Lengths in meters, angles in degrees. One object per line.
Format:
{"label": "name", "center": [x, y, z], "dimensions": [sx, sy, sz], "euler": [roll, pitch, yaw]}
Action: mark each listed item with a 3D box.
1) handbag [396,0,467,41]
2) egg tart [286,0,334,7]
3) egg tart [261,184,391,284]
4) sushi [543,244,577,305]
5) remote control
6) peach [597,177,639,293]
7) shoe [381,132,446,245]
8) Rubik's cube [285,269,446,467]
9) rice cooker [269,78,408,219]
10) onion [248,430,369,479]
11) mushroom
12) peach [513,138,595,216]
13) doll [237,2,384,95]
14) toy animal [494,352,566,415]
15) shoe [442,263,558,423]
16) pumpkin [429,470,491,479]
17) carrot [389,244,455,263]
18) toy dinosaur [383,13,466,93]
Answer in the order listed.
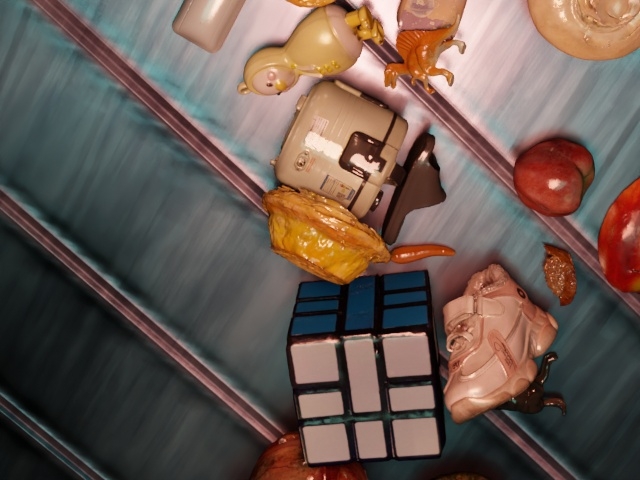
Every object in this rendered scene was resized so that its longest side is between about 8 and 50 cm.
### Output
{"label": "handbag", "center": [0.211, -0.453, 1.770], "dimensions": [0.117, 0.095, 0.173], "euler": [13, 114, -7]}
{"label": "egg tart", "center": [-0.021, -0.508, 1.761], "dimensions": [0.191, 0.074, 0.191], "euler": [0, 90, -3]}
{"label": "egg tart", "center": [0.000, 0.000, 1.857], "dimensions": [0.288, 0.288, 0.118], "euler": [25, 83, -5]}
{"label": "sushi", "center": [0.475, 0.066, 1.963], "dimensions": [0.055, 0.052, 0.120], "euler": [-15, 111, -6]}
{"label": "remote control", "center": [-0.171, -0.491, 1.810], "dimensions": [0.103, 0.051, 0.293], "euler": [29, 109, -6]}
{"label": "peach", "center": [0.647, -0.015, 1.910], "dimensions": [0.188, 0.068, 0.279], "euler": [7, 110, 0]}
{"label": "shoe", "center": [0.193, -0.092, 1.900], "dimensions": [0.093, 0.108, 0.241], "euler": [19, 117, -4]}
{"label": "Rubik's cube", "center": [0.096, 0.248, 1.936], "dimensions": [0.283, 0.288, 0.294], "euler": [-8, 112, 7]}
{"label": "rice cooker", "center": [0.048, -0.167, 1.823], "dimensions": [0.244, 0.226, 0.226], "euler": [29, 110, -2]}
{"label": "onion", "center": [-0.023, 0.559, 2.039], "dimensions": [0.353, 0.354, 0.354], "euler": [1, 110, 4]}
{"label": "mushroom", "center": [0.489, -0.426, 1.703], "dimensions": [0.246, 0.202, 0.246], "euler": [-2, 116, -4]}
{"label": "peach", "center": [0.434, -0.121, 1.854], "dimensions": [0.152, 0.152, 0.152], "euler": [1, 110, 4]}
{"label": "doll", "center": [-0.026, -0.338, 1.816], "dimensions": [0.296, 0.141, 0.117], "euler": [-32, 64, 18]}
{"label": "toy animal", "center": [0.402, 0.310, 2.052], "dimensions": [0.232, 0.085, 0.148], "euler": [3, 128, -3]}
{"label": "shoe", "center": [0.306, 0.196, 1.890], "dimensions": [0.198, 0.351, 0.172], "euler": [50, 129, -2]}
{"label": "pumpkin", "center": [0.307, 0.608, 2.116], "dimensions": [0.237, 0.159, 0.238], "euler": [0, 103, 1]}
{"label": "carrot", "center": [0.201, 0.026, 1.979], "dimensions": [0.142, 0.035, 0.035], "euler": [-6, 110, 2]}
{"label": "toy dinosaur", "center": [0.189, -0.349, 1.792], "dimensions": [0.142, 0.057, 0.212], "euler": [24, 137, 19]}
